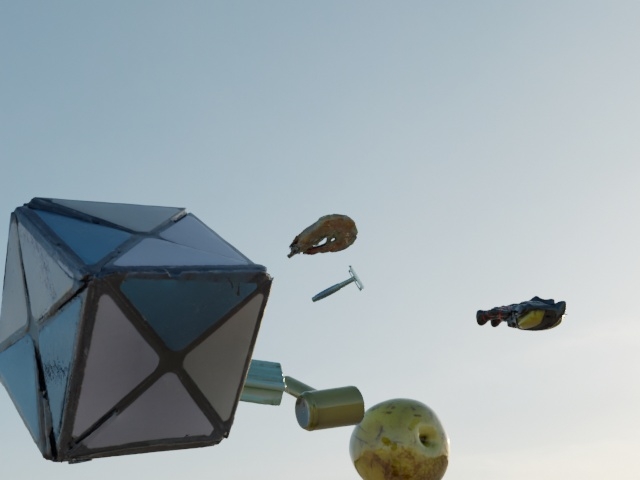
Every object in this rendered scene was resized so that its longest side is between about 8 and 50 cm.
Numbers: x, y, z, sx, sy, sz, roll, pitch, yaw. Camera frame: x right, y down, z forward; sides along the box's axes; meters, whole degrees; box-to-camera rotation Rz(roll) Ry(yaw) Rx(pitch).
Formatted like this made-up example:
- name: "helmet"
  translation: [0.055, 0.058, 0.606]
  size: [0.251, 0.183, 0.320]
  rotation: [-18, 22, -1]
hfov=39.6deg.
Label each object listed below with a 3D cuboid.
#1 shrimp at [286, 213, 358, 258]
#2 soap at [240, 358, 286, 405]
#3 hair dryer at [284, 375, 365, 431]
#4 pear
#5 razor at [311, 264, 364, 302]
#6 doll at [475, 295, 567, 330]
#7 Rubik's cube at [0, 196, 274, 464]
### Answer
- name: "shrimp"
  translation: [0.000, 0.000, 2.071]
  size: [0.190, 0.042, 0.101]
  rotation: [-26, -66, 21]
- name: "soap"
  translation: [-0.183, 0.311, 1.994]
  size: [0.198, 0.114, 0.063]
  rotation: [11, -71, -10]
- name: "hair dryer"
  translation: [-0.028, 0.363, 2.040]
  size: [0.135, 0.090, 0.279]
  rotation: [-3, 7, -30]
- name: "pear"
  translation: [0.215, 0.563, 2.412]
  size: [0.281, 0.280, 0.280]
  rotation: [-5, -25, -2]
- name: "razor"
  translation: [0.037, 0.121, 2.250]
  size: [0.135, 0.068, 0.040]
  rotation: [-28, 14, 16]
- name: "doll"
  translation: [0.506, 0.187, 2.198]
  size: [0.127, 0.088, 0.249]
  rotation: [-20, 5, -43]
- name: "Rubik's cube"
  translation: [-0.294, 0.123, 1.341]
  size: [0.310, 0.305, 0.307]
  rotation: [3, -68, -37]
